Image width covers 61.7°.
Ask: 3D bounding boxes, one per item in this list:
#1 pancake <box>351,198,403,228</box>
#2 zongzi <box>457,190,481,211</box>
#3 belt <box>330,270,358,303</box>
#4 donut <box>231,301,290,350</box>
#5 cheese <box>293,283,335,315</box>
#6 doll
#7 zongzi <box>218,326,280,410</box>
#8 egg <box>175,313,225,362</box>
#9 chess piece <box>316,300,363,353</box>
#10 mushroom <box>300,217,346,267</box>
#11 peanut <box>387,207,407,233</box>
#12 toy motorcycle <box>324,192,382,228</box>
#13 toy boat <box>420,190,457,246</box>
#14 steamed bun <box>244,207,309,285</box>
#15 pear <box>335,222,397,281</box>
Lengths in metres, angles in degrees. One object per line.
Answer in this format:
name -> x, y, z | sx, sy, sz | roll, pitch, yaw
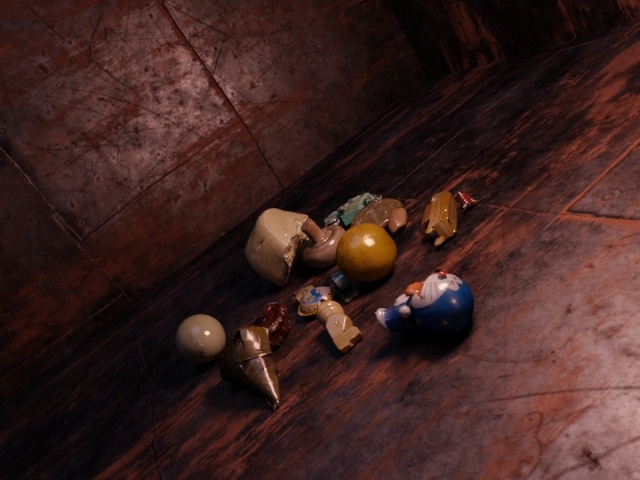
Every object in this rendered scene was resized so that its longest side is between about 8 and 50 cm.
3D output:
pancake -> 0.235, -0.098, 2.261 | 0.241, 0.050, 0.242 | -20, 27, 11
zongzi -> 0.532, -0.137, 1.899 | 0.073, 0.067, 0.083 | -18, 41, 12
belt -> 0.079, 0.157, 1.905 | 0.065, 0.100, 0.179 | -36, 3, -1
donut -> -0.198, 0.324, 1.898 | 0.230, 0.096, 0.216 | -43, 23, -25
cheese -> -0.031, 0.210, 1.943 | 0.156, 0.064, 0.250 | -38, 21, -15
doll -> 0.274, 0.170, 1.397 | 0.256, 0.161, 0.215 | -23, -4, 38
zongzi -> -0.221, 0.446, 1.685 | 0.260, 0.122, 0.289 | -53, 47, 39
egg -> -0.464, 0.379, 2.067 | 0.186, 0.187, 0.253 | -40, 16, -18
chess piece -> 0.059, 0.269, 1.650 | 0.090, 0.090, 0.200 | -35, 29, -3
mushroom -> 0.000, 0.000, 2.181 | 0.207, 0.215, 0.207 | -32, 27, 19
peanut -> 0.299, -0.077, 2.087 | 0.076, 0.076, 0.152 | -25, 26, 27
toy motorcycle -> 0.144, -0.143, 2.462 | 0.296, 0.109, 0.198 | -30, 17, 7
toy boat -> 0.413, -0.081, 1.878 | 0.115, 0.089, 0.310 | -28, 20, 27
steamed bun -> -0.180, 0.033, 2.277 | 0.272, 0.273, 0.291 | -85, 12, -62
pear -> 0.151, 0.046, 1.822 | 0.208, 0.209, 0.209 | -30, 19, 12
